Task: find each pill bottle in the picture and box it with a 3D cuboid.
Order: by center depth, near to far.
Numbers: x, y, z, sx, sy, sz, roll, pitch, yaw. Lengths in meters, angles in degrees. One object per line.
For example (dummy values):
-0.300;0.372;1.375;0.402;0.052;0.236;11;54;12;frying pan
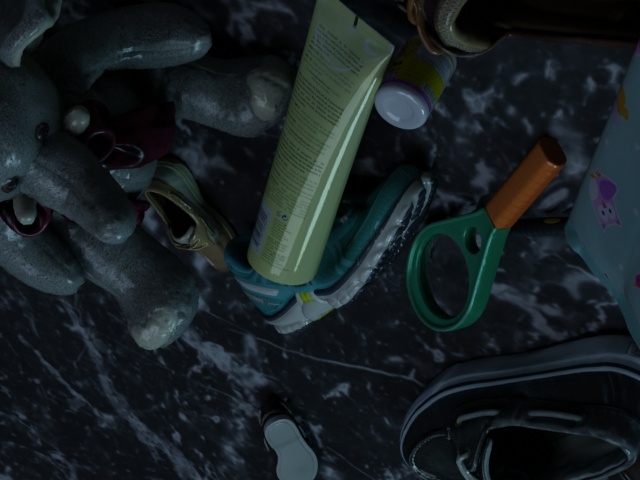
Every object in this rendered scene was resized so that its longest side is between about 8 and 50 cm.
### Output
0.075;-0.125;1.346;0.043;0.083;0.043;20;144;15;pill bottle

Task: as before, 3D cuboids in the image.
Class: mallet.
0.202;-0.006;1.422;0.189;0.062;0.039;-10;130;43;mallet

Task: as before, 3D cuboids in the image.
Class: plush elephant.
-0.207;-0.075;1.387;0.330;0.255;0.272;33;105;-2;plush elephant

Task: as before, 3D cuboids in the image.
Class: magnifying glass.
0.133;-0.006;1.474;0.231;0.026;0.092;-52;53;46;magnifying glass

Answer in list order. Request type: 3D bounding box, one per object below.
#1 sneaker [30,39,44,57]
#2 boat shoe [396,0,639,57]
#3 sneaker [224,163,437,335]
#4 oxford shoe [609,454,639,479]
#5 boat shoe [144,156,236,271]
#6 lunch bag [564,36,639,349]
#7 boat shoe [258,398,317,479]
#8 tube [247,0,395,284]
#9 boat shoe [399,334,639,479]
-0.212;-0.057;1.619;0.135;0.097;0.276;20;143;25;sneaker
0.103;-0.189;1.212;0.342;0.123;0.123;15;142;21;boat shoe
0.000;0.000;1.548;0.110;0.107;0.275;46;143;-7;sneaker
0.362;0.240;1.585;0.227;0.083;0.096;33;153;-6;oxford shoe
-0.122;-0.015;1.659;0.050;0.045;0.135;-6;132;40;boat shoe
0.315;-0.061;1.154;0.160;0.262;0.223;60;156;31;lunch bag
-0.036;0.214;1.889;0.046;0.038;0.125;-25;136;1;boat shoe
-0.001;-0.075;1.422;0.070;0.062;0.240;17;123;1;tube
0.170;0.176;1.621;0.121;0.119;0.335;40;144;-14;boat shoe
